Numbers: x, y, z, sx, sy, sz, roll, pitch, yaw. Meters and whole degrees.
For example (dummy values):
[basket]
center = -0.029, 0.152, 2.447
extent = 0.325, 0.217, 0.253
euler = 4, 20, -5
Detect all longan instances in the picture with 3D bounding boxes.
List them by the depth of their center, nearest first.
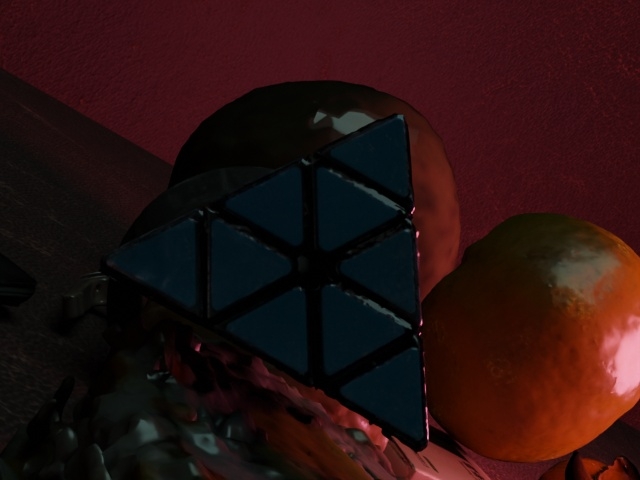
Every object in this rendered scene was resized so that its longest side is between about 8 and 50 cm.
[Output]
[longan]
center = -0.005, -0.027, 1.646
extent = 0.391, 0.391, 0.391
euler = 31, 5, -3

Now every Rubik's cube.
[Rubik's cube]
center = 0.000, 0.000, 0.806
extent = 0.211, 0.178, 0.190
euler = 32, -6, -4

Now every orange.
[orange]
center = 0.225, 0.099, 1.347
extent = 0.235, 0.279, 0.279
euler = 52, 5, -1

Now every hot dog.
[hot dog]
center = 0.284, 0.312, 1.426
extent = 0.326, 0.107, 0.194
euler = 37, 37, -53

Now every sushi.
[sushi]
center = 0.002, 0.192, 0.736
extent = 0.418, 0.175, 0.417
euler = 28, 5, -2

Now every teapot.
[teapot]
center = -0.102, 0.057, 1.280
extent = 0.300, 0.253, 0.344
euler = -1, 1, -5

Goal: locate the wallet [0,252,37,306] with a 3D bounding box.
[wallet]
center = -0.381, 0.000, 1.072
extent = 0.172, 0.045, 0.318
euler = 32, 6, 22

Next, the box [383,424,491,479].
[box]
center = 0.090, 0.243, 1.244
extent = 0.168, 0.095, 0.212
euler = 32, 5, -26

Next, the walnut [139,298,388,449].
[walnut]
center = -0.047, 0.114, 1.009
extent = 0.228, 0.228, 0.228
euler = 31, 5, -3
